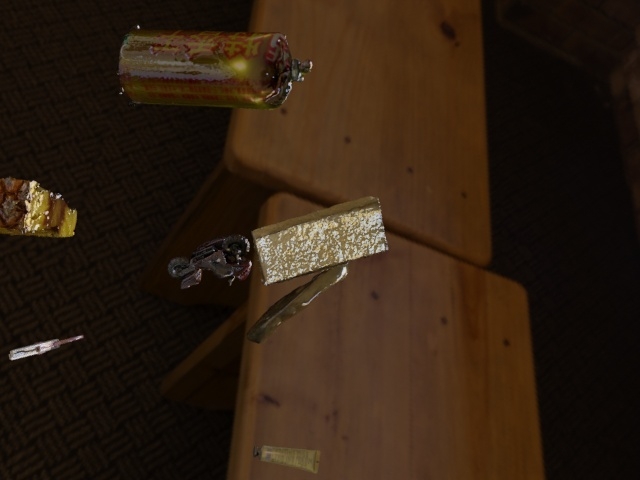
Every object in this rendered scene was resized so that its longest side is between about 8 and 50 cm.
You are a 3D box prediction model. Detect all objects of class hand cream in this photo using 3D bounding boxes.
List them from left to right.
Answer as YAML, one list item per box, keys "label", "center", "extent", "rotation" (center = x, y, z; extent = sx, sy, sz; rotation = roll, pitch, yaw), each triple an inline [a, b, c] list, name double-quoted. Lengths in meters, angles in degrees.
- label: "hand cream"
  center: [-0.051, 0.329, 1.287]
  extent: [0.102, 0.022, 0.035]
  rotation: [11, 66, -10]

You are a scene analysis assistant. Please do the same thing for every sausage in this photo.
- label: "sausage"
  center: [-0.159, -0.258, 1.292]
  extent: [0.117, 0.317, 0.125]
  rotation: [52, 50, -59]

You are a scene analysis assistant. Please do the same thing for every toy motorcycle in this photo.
- label: "toy motorcycle"
  center: [-0.258, 0.060, 2.051]
  extent: [0.082, 0.213, 0.122]
  rotation: [-89, 156, -60]

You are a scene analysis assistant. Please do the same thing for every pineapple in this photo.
- label: "pineapple"
  center: [-0.452, -0.043, 1.242]
  extent: [0.135, 0.233, 0.080]
  rotation: [11, 83, 0]

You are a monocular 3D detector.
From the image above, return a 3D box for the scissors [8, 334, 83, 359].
- label: "scissors"
  center: [-0.500, 0.192, 1.520]
  extent: [0.176, 0.085, 0.022]
  rotation: [-6, 82, -73]

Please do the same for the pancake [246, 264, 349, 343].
- label: "pancake"
  center: [-0.047, 0.133, 1.862]
  extent: [0.049, 0.294, 0.294]
  rotation: [53, 46, -1]

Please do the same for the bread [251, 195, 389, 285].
- label: "bread"
  center: [0.000, 0.000, 0.949]
  extent: [0.153, 0.068, 0.028]
  rotation: [-17, 33, -8]
